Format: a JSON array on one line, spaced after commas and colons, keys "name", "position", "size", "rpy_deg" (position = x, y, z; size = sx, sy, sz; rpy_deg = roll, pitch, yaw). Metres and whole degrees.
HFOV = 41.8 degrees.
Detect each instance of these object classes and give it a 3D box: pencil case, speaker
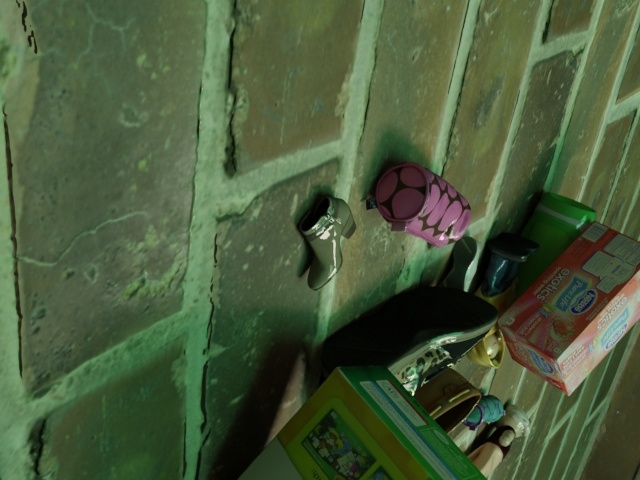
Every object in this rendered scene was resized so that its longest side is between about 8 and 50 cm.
[{"name": "pencil case", "position": [0.379, 0.402, 1.965], "size": [0.152, 0.065, 0.070], "rpy_deg": [9, 82, -59]}, {"name": "pencil case", "position": [0.151, -0.045, 1.214], "size": [0.209, 0.095, 0.098], "rpy_deg": [17, 68, -60]}, {"name": "speaker", "position": [0.464, 0.056, 1.746], "size": [0.131, 0.131, 0.296], "rpy_deg": [-4, 118, -56]}]

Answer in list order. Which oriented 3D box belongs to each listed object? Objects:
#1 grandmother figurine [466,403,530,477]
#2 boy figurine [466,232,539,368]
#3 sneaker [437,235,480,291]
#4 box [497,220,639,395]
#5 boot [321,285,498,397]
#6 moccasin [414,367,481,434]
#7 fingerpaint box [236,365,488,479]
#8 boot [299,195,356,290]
[{"name": "grandmother figurine", "position": [0.438, 0.543, 2.154], "size": [0.342, 0.104, 0.208], "rpy_deg": [-38, 170, -40]}, {"name": "boy figurine", "position": [0.342, 0.131, 1.658], "size": [0.177, 0.092, 0.285], "rpy_deg": [-22, 128, -52]}, {"name": "sneaker", "position": [0.252, 0.068, 1.501], "size": [0.061, 0.054, 0.152], "rpy_deg": [10, 105, -62]}, {"name": "box", "position": [0.508, 0.128, 1.624], "size": [0.300, 0.154, 0.142], "rpy_deg": [-44, 135, -14]}, {"name": "boot", "position": [0.131, 0.246, 1.373], "size": [0.377, 0.138, 0.284], "rpy_deg": [-21, 130, -44]}, {"name": "moccasin", "position": [0.159, 0.387, 1.525], "size": [0.380, 0.147, 0.139], "rpy_deg": [-38, 143, -35]}, {"name": "fingerpaint box", "position": [0.080, 0.446, 1.068], "size": [0.371, 0.445, 0.163], "rpy_deg": [-51, 153, 14]}, {"name": "boot", "position": [0.000, 0.000, 1.071], "size": [0.118, 0.042, 0.087], "rpy_deg": [-61, 144, -4]}]
